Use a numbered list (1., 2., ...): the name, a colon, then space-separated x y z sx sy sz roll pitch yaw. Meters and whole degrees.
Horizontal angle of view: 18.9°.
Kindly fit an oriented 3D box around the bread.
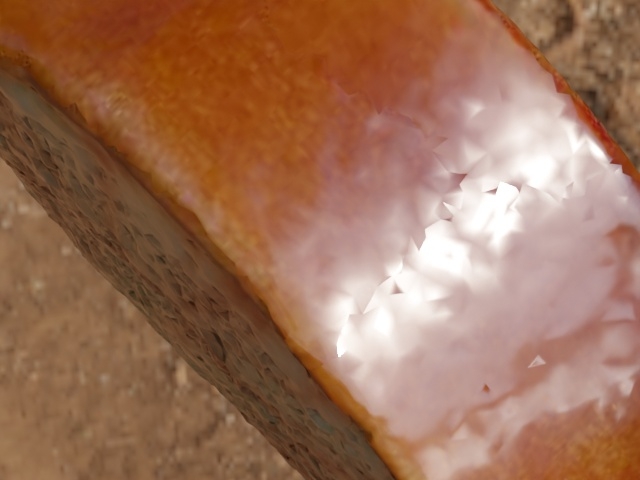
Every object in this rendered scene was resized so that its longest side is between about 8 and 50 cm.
1. bread: 0.003 0.003 0.618 0.114 0.327 0.295 -45 58 -9
